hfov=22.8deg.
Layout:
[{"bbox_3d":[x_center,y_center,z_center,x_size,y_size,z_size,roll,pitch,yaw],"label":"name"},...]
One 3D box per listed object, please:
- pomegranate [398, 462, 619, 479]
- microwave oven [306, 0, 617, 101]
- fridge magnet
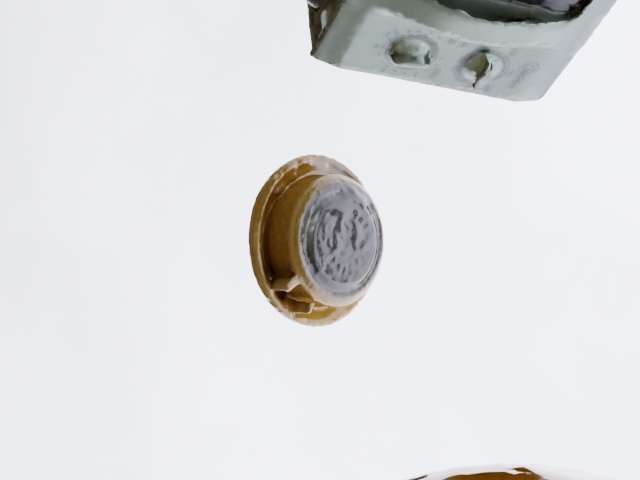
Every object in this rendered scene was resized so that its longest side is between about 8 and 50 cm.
[{"bbox_3d":[0.057,0.236,0.403,0.342,0.342,0.342,-23,-118,53],"label":"pomegranate"},{"bbox_3d":[0.103,-0.259,0.924,0.295,0.181,0.237,124,-32,-51],"label":"microwave oven"},{"bbox_3d":[0.000,0.000,1.304,0.063,0.143,0.143,0,-99,47],"label":"fridge magnet"}]
